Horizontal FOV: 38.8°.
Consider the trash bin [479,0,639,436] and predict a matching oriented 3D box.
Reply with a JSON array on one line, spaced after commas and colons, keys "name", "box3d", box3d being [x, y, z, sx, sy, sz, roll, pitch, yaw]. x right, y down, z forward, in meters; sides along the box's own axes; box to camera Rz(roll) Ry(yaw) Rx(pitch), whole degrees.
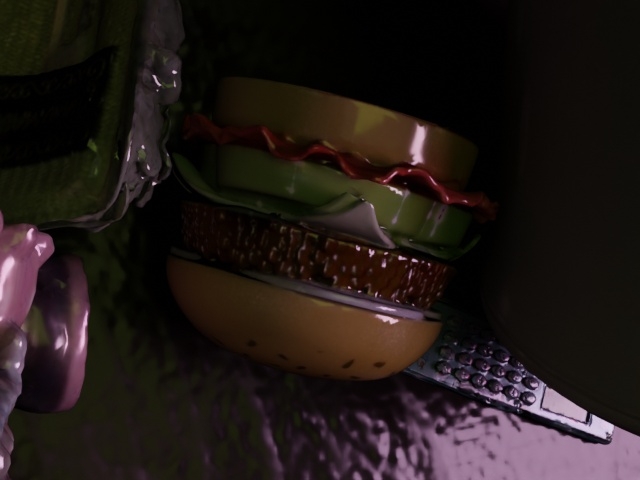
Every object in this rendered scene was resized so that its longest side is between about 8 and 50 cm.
[{"name": "trash bin", "box3d": [0.222, -0.101, 0.444, 0.280, 0.280, 0.432, -19, 122, -26]}]

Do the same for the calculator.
[{"name": "calculator", "box3d": [0.125, 0.082, 0.583, 0.172, 0.018, 0.057, 23, 75, -21]}]

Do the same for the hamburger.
[{"name": "hamburger", "box3d": [-0.001, 0.000, 0.463, 0.175, 0.175, 0.137, 14, 89, -22]}]

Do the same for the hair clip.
[{"name": "hair clip", "box3d": [-0.113, -0.157, 0.463, 0.091, 0.138, 0.321, 17, 71, -61]}]

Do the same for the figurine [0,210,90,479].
[{"name": "figurine", "box3d": [-0.165, 0.159, 0.336, 0.211, 0.253, 0.361, -15, 80, 14]}]
